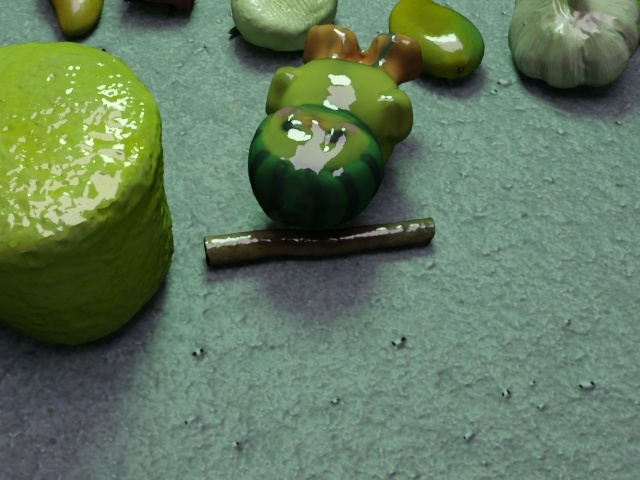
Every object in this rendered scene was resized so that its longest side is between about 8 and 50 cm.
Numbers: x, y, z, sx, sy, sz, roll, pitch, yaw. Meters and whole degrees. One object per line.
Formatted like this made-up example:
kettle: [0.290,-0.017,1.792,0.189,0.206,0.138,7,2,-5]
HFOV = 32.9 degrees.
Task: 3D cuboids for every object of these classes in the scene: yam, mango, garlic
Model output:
yam: [0.000,0.000,1.531,0.327,0.045,0.045,-6,22,-8]
mango: [-0.412,-0.421,1.803,0.102,0.085,0.184,-13,60,-11]
mango: [0.181,-0.329,1.765,0.122,0.085,0.191,-42,55,-17]
garlic: [0.395,-0.361,1.703,0.218,0.212,0.218,-5,64,11]

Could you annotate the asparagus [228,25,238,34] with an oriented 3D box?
asparagus: [-0.104,-0.389,1.835,0.016,0.016,0.163,45,60,-4]

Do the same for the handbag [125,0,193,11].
handbag: [-0.266,-0.497,1.828,0.135,0.146,0.225,7,53,-4]

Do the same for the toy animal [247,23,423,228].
toy animal: [0.018,-0.149,1.547,0.216,0.191,0.338,13,49,12]

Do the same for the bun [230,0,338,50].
bun: [-0.061,-0.386,1.780,0.164,0.111,0.188,44,62,-1]

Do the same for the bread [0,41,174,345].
bread: [-0.354,-0.058,1.393,0.348,0.308,0.348,-2,57,3]

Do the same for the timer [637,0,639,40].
timer: [0.502,-0.388,1.842,0.128,0.047,0.140,-30,60,-24]
